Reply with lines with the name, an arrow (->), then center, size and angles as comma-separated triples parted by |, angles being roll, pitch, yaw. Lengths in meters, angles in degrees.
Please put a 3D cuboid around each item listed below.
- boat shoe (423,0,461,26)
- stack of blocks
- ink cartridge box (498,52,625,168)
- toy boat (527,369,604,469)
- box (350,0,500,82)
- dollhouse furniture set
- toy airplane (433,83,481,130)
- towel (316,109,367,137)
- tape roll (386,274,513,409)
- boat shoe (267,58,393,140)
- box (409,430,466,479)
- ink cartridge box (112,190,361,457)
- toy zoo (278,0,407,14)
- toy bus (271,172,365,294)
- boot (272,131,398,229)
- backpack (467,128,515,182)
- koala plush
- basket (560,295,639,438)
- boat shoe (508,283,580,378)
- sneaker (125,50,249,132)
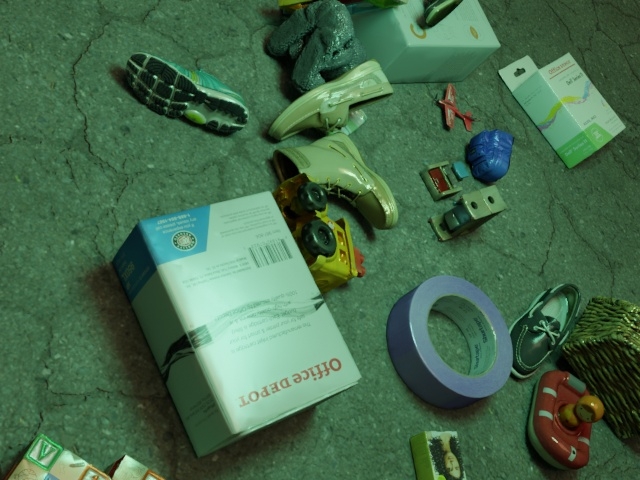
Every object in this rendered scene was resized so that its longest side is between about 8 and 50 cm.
boat shoe -> 0.297, -0.594, 2.030 | 0.073, 0.080, 0.223 | 44, 43, 2
stack of blocks -> -0.330, 0.413, 1.231 | 0.297, 0.087, 0.171 | 36, 49, -11
ink cartridge box -> 0.701, -0.409, 2.386 | 0.207, 0.119, 0.353 | -33, 85, -41
toy boat -> 0.556, 0.386, 1.802 | 0.151, 0.151, 0.231 | 34, 50, -13
box -> 0.264, -0.545, 2.139 | 0.345, 0.168, 0.215 | -9, 70, -38
dollhouse furniture set -> 0.321, -0.114, 1.951 | 0.129, 0.129, 0.184 | -17, 75, -39
toy airplane -> 0.361, -0.344, 2.180 | 0.151, 0.028, 0.151 | 16, 58, -26
towel -> 0.036, -0.296, 1.937 | 0.113, 0.023, 0.152 | 48, 48, 0
tape roll -> 0.278, 0.216, 1.757 | 0.274, 0.090, 0.275 | 16, 57, -26
boat shoe -> 0.026, -0.293, 1.820 | 0.302, 0.109, 0.098 | -32, 87, -16
box -> 0.240, 0.490, 1.591 | 0.087, 0.058, 0.232 | 7, 61, -31
ink cartridge box -> -0.150, 0.141, 1.459 | 0.285, 0.166, 0.395 | -16, 73, -38
toy zoo -> 0.035, -0.567, 1.943 | 0.192, 0.293, 0.030 | -6, 93, -60
toy bus -> 0.000, 0.000, 1.671 | 0.211, 0.149, 0.220 | 20, 51, -40
boot -> 0.032, -0.113, 1.773 | 0.203, 0.095, 0.262 | -19, 69, -41
backpack -> 0.431, -0.214, 2.110 | 0.101, 0.098, 0.120 | 15, 69, -16
koala plush -> 0.035, -0.444, 1.927 | 0.221, 0.203, 0.196 | 14, 38, -52
basket -> 0.752, 0.279, 1.930 | 0.299, 0.213, 0.223 | 55, 49, -8
boat shoe -> 0.524, 0.201, 1.928 | 0.114, 0.091, 0.302 | 43, 48, -5
sneaker -> -0.276, -0.312, 1.705 | 0.275, 0.107, 0.110 | 24, 33, -26
